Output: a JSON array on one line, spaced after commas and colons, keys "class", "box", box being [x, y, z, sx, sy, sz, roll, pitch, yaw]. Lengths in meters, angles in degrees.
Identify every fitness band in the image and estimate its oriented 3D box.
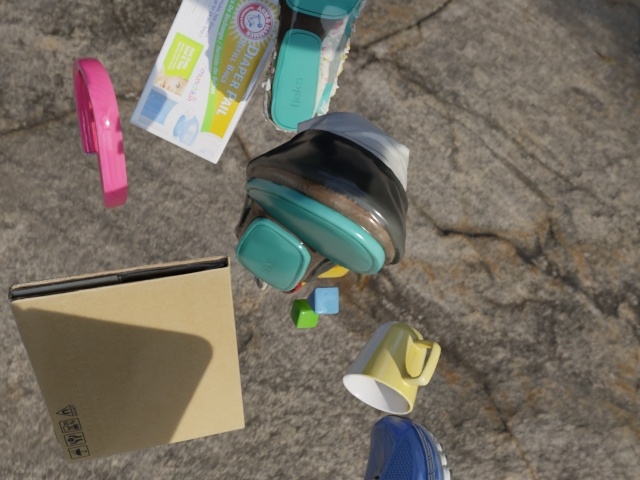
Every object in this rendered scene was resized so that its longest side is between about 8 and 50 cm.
[{"class": "fitness band", "box": [-0.419, -0.202, 1.348, 0.054, 0.290, 0.209, -13, 35, -22]}]

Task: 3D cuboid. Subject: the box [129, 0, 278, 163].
[{"class": "box", "box": [-0.125, -0.212, 0.837, 0.114, 0.203, 0.103, 25, 17, -11]}]

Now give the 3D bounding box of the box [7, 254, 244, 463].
[{"class": "box", "box": [-0.150, 0.105, 0.597, 0.165, 0.201, 0.021, -9, 38, -12]}]

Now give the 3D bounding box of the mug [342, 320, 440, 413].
[{"class": "mug", "box": [0.066, 0.106, 0.601, 0.078, 0.062, 0.064, 11, 55, 29]}]

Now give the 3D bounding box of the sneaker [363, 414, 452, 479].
[{"class": "sneaker", "box": [0.045, 0.312, 0.735, 0.147, 0.129, 0.330, 21, 39, -2]}]

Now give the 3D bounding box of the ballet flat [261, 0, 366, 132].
[{"class": "ballet flat", "box": [-0.004, -0.218, 0.684, 0.091, 0.240, 0.077, 18, 32, -10]}]

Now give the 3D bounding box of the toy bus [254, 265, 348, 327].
[{"class": "toy bus", "box": [0.006, -0.001, 0.900, 0.105, 0.190, 0.202, 1, 16, -26]}]

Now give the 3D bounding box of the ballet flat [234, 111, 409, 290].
[{"class": "ballet flat", "box": [-0.002, -0.030, 0.459, 0.095, 0.280, 0.096, 37, 76, -9]}]
